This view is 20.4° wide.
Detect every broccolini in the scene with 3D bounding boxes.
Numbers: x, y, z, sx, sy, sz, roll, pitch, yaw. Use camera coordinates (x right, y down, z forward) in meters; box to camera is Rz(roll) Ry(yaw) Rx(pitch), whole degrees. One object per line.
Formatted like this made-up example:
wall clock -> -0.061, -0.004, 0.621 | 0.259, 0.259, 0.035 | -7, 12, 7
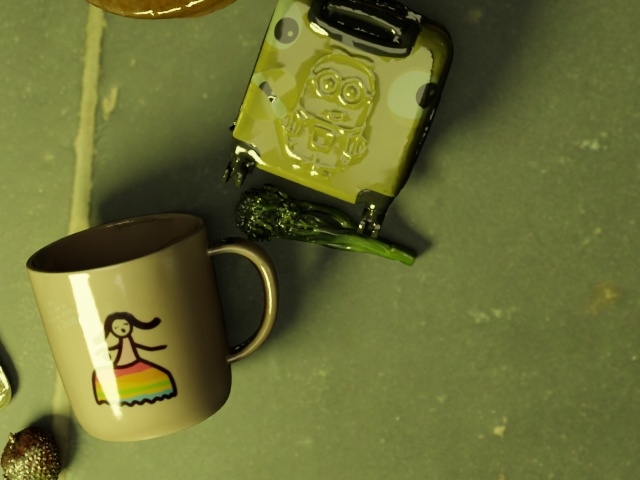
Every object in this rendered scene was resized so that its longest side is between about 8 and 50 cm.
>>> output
broccolini -> 0.006, -0.018, 1.907 | 0.202, 0.091, 0.068 | 10, 73, -15

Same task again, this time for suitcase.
suitcase -> 0.021, -0.147, 1.824 | 0.194, 0.143, 0.235 | 21, 106, 2

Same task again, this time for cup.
cup -> -0.164, 0.088, 1.881 | 0.253, 0.191, 0.200 | -12, 105, 3

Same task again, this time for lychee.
lychee -> -0.325, 0.246, 1.996 | 0.067, 0.068, 0.083 | -2, 125, 36

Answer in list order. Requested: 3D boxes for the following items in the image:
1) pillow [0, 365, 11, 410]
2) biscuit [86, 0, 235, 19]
pillow -> -0.462, 0.169, 2.009 | 0.217, 0.033, 0.130 | -24, 103, 11
biscuit -> -0.193, -0.421, 1.803 | 0.350, 0.070, 0.394 | -1, 99, 22
